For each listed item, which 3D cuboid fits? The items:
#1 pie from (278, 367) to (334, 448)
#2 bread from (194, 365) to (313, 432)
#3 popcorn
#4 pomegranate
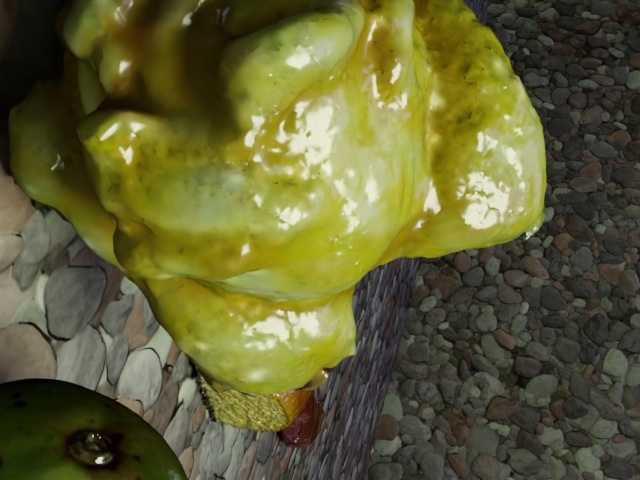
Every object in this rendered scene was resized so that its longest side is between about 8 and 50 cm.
[{"bbox_3d":[-0.019,0.245,1.394,0.204,0.054,0.218,13,89,-77],"label":"pie"},{"bbox_3d":[-0.062,0.134,0.934,0.260,0.134,0.129,83,24,-55],"label":"bread"},{"bbox_3d":[-0.012,-0.082,0.525,0.290,0.326,0.321,81,31,-60],"label":"popcorn"},{"bbox_3d":[-0.175,0.192,0.474,0.225,0.187,0.187,-53,179,26],"label":"pomegranate"}]
